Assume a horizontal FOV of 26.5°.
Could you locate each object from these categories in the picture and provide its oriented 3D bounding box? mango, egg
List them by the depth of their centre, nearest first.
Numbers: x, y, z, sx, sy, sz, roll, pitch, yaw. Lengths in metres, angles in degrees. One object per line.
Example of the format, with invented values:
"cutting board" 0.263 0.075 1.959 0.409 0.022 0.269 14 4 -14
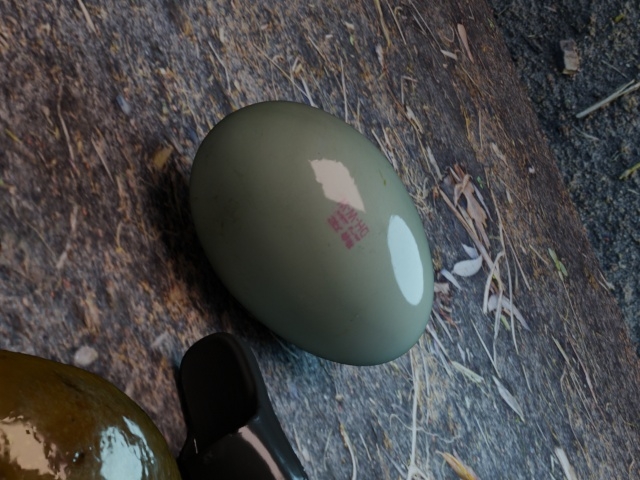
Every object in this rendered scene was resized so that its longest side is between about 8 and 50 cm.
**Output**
"mango" -0.198 0.186 1.043 0.329 0.175 0.176 26 88 -53
"egg" 0.000 0.000 1.525 0.371 0.230 0.230 50 27 -35

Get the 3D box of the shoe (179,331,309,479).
"shoe" -0.094 0.196 1.304 0.093 0.108 0.241 23 39 -53
